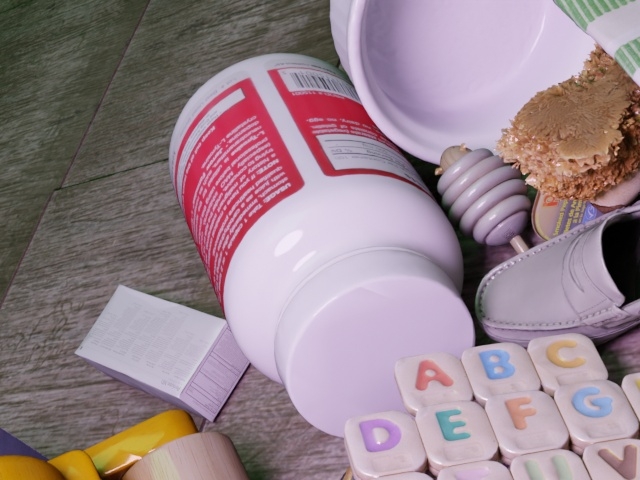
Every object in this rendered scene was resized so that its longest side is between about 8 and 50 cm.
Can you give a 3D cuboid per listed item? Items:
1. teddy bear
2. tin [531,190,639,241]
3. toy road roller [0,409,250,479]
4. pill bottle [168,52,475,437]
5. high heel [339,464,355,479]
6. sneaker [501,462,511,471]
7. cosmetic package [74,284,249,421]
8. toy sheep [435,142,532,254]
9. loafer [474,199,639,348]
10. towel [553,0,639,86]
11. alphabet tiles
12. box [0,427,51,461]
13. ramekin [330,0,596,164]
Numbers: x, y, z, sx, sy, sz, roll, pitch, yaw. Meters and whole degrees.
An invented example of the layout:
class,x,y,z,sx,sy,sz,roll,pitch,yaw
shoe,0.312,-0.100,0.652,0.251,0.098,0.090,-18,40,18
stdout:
class,x,y,z,sx,sy,sz,roll,pitch,yaw
teddy bear,0.317,-0.130,1.392,0.245,0.113,0.338,18,52,39
tin,0.258,-0.066,1.489,0.106,0.040,0.190,-7,51,40
toy road roller,-0.211,0.273,1.404,0.329,0.240,0.202,-25,62,-8
pill bottle,0.000,0.000,1.544,0.229,0.229,0.408,-42,34,10
high heel,0.008,0.297,1.412,0.261,0.093,0.186,-59,-6,22
sneaker,0.070,0.240,1.238,0.161,0.102,0.282,16,40,30
cosmetic package,-0.173,0.122,1.770,0.239,0.060,0.099,14,66,54
toy sheep,0.158,-0.038,1.513,0.091,0.091,0.132,-43,70,9
loafer,0.253,0.016,1.332,0.319,0.111,0.112,-21,57,37
towel,0.350,-0.201,1.349,0.248,0.038,0.325,-24,41,-7
alphabet tiles,0.167,0.166,1.222,0.284,0.021,0.278,-8,36,-7
box,-0.448,0.372,1.702,0.395,0.212,0.293,-10,49,43
ramekin,0.142,-0.220,1.571,0.277,0.277,0.135,-46,26,4
